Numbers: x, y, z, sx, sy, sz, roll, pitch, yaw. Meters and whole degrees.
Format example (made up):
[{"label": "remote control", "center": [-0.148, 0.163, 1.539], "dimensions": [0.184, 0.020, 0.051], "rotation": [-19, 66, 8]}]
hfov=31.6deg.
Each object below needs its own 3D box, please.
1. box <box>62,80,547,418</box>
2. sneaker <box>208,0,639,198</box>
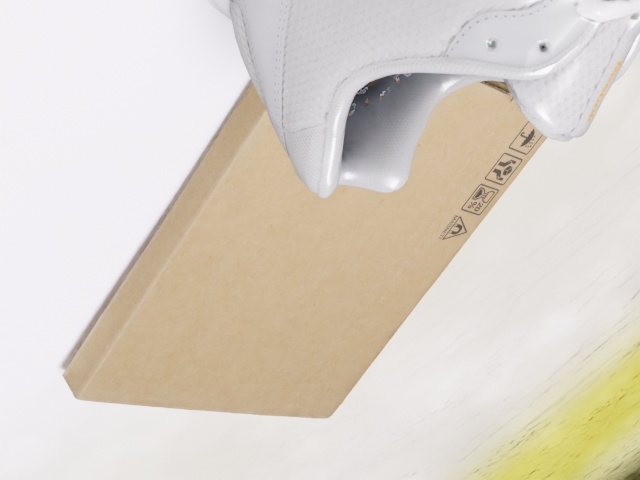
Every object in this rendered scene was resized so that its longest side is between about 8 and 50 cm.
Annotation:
[{"label": "box", "center": [0.000, 0.000, 0.510], "dimensions": [0.164, 0.021, 0.201], "rotation": [14, 120, -45]}, {"label": "sneaker", "center": [0.083, -0.098, 0.326], "dimensions": [0.262, 0.121, 0.099], "rotation": [-29, 161, 32]}]
